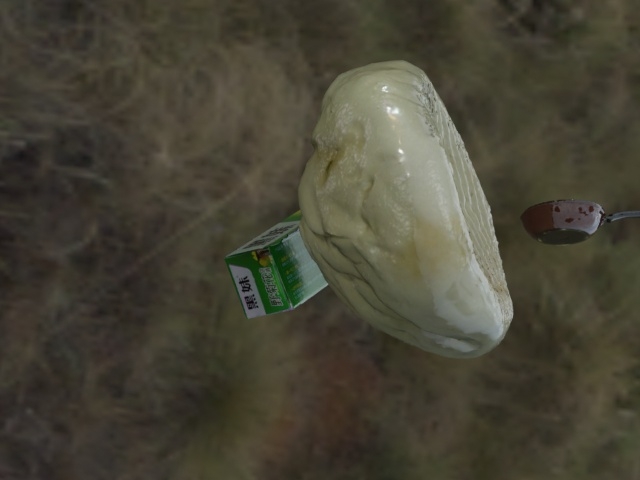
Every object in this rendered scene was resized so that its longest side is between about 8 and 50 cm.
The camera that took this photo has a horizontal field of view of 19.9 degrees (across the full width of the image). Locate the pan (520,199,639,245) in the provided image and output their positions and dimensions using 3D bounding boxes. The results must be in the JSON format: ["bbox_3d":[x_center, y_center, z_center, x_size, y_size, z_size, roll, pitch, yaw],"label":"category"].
[{"bbox_3d":[0.220,-0.013,1.482,0.068,0.115,0.023,112,-24,-69],"label":"pan"}]

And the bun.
[{"bbox_3d":[0.042,-0.010,1.056,0.183,0.102,0.183,-21,90,-81],"label":"bun"}]

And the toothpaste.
[{"bbox_3d":[0.000,0.000,1.166,0.178,0.037,0.043,-34,108,-59],"label":"toothpaste"}]
